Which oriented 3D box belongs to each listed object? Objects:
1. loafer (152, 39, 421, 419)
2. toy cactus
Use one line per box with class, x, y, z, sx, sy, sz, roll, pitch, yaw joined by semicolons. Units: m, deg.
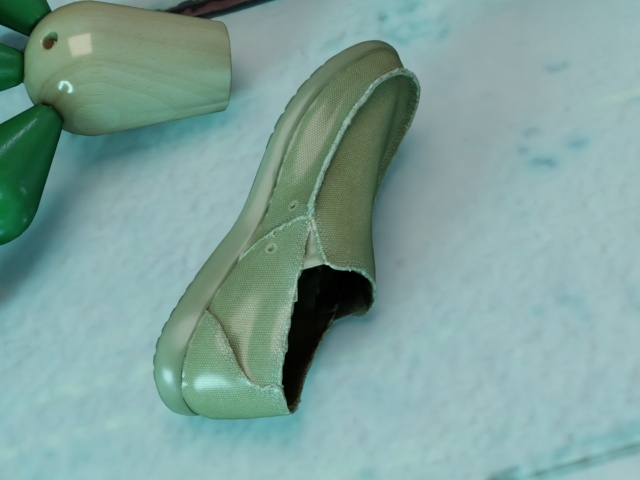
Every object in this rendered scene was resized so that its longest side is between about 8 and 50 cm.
loafer;0.000;0.000;0.527;0.050;0.056;0.148;22;73;23
toy cactus;-0.125;-0.053;0.574;0.181;0.112;0.219;-2;51;-13
